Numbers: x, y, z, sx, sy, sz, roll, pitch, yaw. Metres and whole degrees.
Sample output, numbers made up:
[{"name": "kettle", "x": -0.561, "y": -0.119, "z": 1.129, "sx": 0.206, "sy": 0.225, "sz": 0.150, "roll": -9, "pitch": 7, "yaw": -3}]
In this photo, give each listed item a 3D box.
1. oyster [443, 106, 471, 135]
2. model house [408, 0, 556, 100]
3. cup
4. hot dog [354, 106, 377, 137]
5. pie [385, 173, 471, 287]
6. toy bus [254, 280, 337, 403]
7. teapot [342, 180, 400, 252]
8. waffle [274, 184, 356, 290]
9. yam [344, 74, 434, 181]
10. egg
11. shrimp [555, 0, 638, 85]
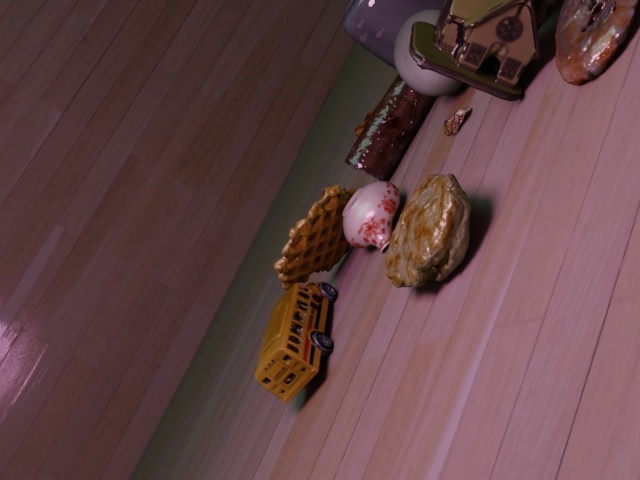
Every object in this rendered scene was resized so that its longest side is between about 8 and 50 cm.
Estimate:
[{"name": "oyster", "x": 0.276, "y": -0.246, "z": 1.610, "sx": 0.093, "sy": 0.034, "sz": 0.051, "roll": -55, "pitch": 4, "yaw": 42}, {"name": "model house", "x": 0.305, "y": -0.424, "z": 1.341, "sx": 0.205, "sy": 0.218, "sz": 0.278, "roll": -80, "pitch": 11, "yaw": -55}, {"name": "cup", "x": 0.211, "y": -0.623, "z": 2.206, "sx": 0.259, "sy": 0.274, "sz": 0.357, "roll": -61, "pitch": 12, "yaw": -9}, {"name": "hot dog", "x": 0.170, "y": -0.335, "z": 2.184, "sx": 0.100, "sy": 0.068, "sz": 0.249, "roll": -52, "pitch": 12, "yaw": -15}, {"name": "pie", "x": 0.181, "y": -0.009, "z": 1.287, "sx": 0.248, "sy": 0.090, "sz": 0.201, "roll": -160, "pitch": 89, "yaw": -79}, {"name": "toy bus", "x": -0.049, "y": 0.195, "z": 1.662, "sx": 0.121, "sy": 0.123, "sz": 0.335, "roll": -51, "pitch": 13, "yaw": 25}, {"name": "teapot", "x": 0.114, "y": -0.064, "z": 1.705, "sx": 0.245, "sy": 0.116, "sz": 0.159, "roll": -66, "pitch": 1, "yaw": -54}, {"name": "waffle", "x": 0.002, "y": 0.001, "z": 1.777, "sx": 0.291, "sy": 0.051, "sz": 0.291, "roll": -39, "pitch": -32, "yaw": -31}, {"name": "yam", "x": 0.172, "y": -0.276, "z": 1.903, "sx": 0.279, "sy": 0.131, "sz": 0.131, "roll": -59, "pitch": 12, "yaw": -2}, {"name": "egg", "x": 0.256, "y": -0.419, "z": 1.743, "sx": 0.183, "sy": 0.183, "sz": 0.264, "roll": -54, "pitch": 21, "yaw": 28}, {"name": "shrimp", "x": 0.432, "y": -0.370, "z": 1.195, "sx": 0.164, "sy": 0.062, "sz": 0.316, "roll": -37, "pitch": 29, "yaw": 51}]
